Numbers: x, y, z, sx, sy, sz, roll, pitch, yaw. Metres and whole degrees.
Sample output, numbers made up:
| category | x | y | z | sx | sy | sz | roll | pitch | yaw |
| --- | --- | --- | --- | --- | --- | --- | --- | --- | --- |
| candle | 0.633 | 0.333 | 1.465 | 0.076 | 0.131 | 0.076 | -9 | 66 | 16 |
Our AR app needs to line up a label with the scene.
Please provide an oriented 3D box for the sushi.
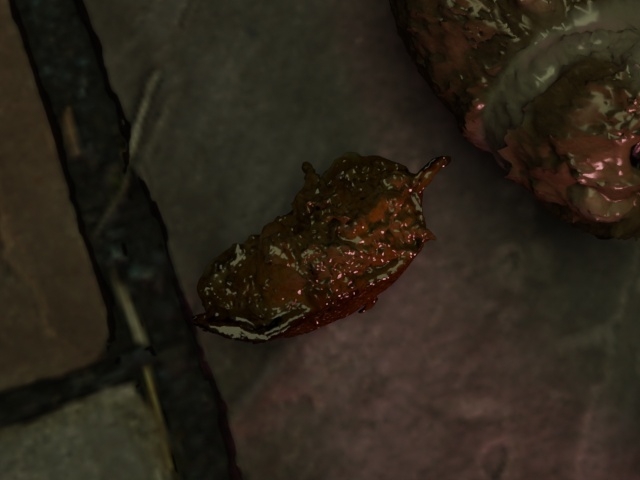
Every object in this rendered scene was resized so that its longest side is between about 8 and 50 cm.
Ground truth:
| category | x | y | z | sx | sy | sz | roll | pitch | yaw |
| --- | --- | --- | --- | --- | --- | --- | --- | --- | --- |
| sushi | 0.003 | 0.003 | 0.516 | 0.061 | 0.060 | 0.118 | 41 | 79 | 8 |

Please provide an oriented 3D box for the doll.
| category | x | y | z | sx | sy | sz | roll | pitch | yaw |
| --- | --- | --- | --- | --- | --- | --- | --- | --- | --- |
| doll | 0.081 | -0.099 | 0.510 | 0.105 | 0.115 | 0.221 | -26 | 81 | -33 |
